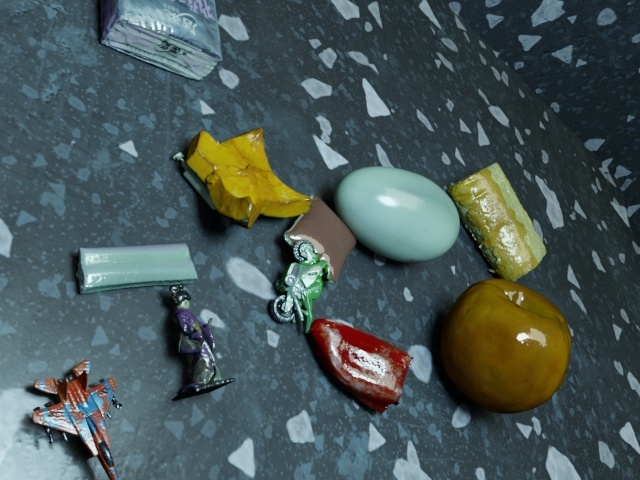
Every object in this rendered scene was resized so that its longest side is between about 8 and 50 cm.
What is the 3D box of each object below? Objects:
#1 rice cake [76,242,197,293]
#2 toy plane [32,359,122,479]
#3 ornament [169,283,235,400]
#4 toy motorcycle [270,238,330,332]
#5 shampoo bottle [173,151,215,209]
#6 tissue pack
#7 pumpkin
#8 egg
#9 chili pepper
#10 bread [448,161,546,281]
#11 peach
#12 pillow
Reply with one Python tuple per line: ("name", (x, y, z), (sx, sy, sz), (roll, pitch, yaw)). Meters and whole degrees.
("rice cake", (-0.321, 0.044, 1.025), (0.222, 0.042, 0.080), (-3, 69, -46))
("toy plane", (-0.338, 0.273, 0.843), (0.130, 0.061, 0.189), (-19, 84, -51))
("ornament", (-0.217, 0.170, 1.017), (0.081, 0.088, 0.203), (8, 58, -44))
("toy motorcycle", (-0.036, 0.094, 1.240), (0.106, 0.074, 0.190), (27, 68, -17))
("shampoo bottle", (-0.253, -0.127, 1.215), (0.141, 0.034, 0.049), (50, 38, -6))
("tissue pack", (-0.367, -0.565, 1.326), (0.259, 0.122, 0.361), (9, 61, -41))
("pumpkin", (-0.161, -0.136, 1.233), (0.258, 0.095, 0.290), (51, 27, 12))
("egg", (0.195, -0.068, 1.488), (0.371, 0.230, 0.229), (19, 52, -29))
("chili pepper", (0.074, 0.263, 1.255), (0.253, 0.136, 0.144), (30, 90, -16))
("bread", (0.587, -0.056, 1.936), (0.237, 0.165, 0.375), (-31, 91, -48))
("peach", (0.465, 0.278, 1.485), (0.343, 0.301, 0.342), (18, 26, -9))
("pillow", (0.000, 0.000, 1.359), (0.171, 0.075, 0.179), (46, 40, -14))
